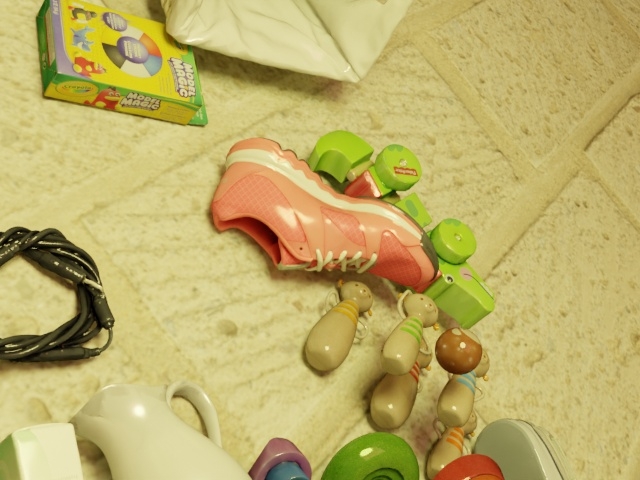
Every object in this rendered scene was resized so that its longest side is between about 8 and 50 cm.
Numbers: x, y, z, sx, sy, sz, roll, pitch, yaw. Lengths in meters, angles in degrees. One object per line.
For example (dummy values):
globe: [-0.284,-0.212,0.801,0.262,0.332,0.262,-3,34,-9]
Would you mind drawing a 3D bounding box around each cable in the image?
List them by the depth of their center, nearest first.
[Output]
cable: [-0.298,0.051,0.824,0.184,0.047,0.150,3,61,-38]

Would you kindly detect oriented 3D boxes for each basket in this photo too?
basket: [-0.035,-0.439,1.132,0.331,0.328,0.266,6,43,-36]

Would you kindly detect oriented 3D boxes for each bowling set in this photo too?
bowling set: [0.146,0.148,1.027,0.287,0.200,0.154,47,41,-10]

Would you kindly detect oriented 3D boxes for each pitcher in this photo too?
pitcher: [-0.126,0.231,0.807,0.207,0.125,0.178,52,27,16]

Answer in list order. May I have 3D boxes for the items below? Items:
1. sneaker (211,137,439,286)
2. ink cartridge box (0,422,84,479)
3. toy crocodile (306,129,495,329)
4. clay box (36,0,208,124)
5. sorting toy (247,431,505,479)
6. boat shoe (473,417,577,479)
sneaker: [-0.001,0.000,1.065,0.314,0.116,0.136,28,59,-5]
ink cartridge box: [-0.224,0.274,0.642,0.056,0.181,0.224,1,64,-39]
toy crocodile: [0.115,-0.018,1.165,0.105,0.115,0.340,-32,83,-42]
clay box: [-0.239,-0.225,1.049,0.222,0.053,0.127,6,59,-37]
sorting toy: [0.098,0.297,0.900,0.365,0.126,0.127,19,96,-30]
boat shoe: [0.319,0.408,1.056,0.156,0.136,0.367,14,47,-43]
